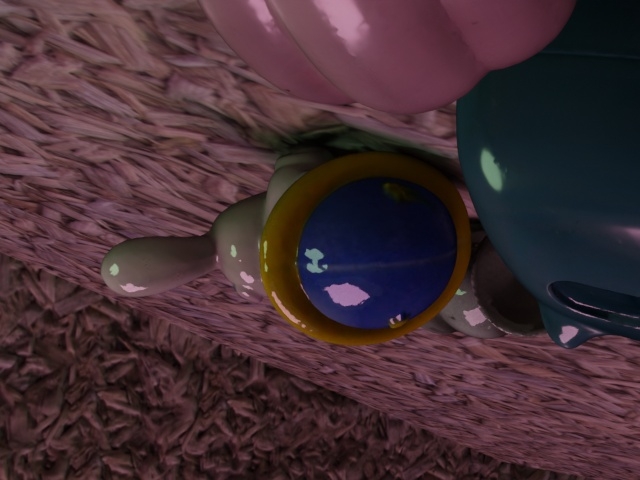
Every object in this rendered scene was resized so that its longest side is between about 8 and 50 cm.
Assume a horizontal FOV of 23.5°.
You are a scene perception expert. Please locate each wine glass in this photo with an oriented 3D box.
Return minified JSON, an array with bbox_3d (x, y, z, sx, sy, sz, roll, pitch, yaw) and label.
[{"bbox_3d":[0.148,0.042,1.431,0.103,0.103,0.231,20,170,-13],"label":"wine glass"}]

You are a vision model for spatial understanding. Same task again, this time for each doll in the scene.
[{"bbox_3d":[-0.023,-0.008,1.296,0.311,0.159,0.242,-8,-155,-21],"label":"doll"}]

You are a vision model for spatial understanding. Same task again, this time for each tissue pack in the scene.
[{"bbox_3d":[0.211,-0.041,0.722,0.287,0.206,0.198,10,165,25],"label":"tissue pack"}]

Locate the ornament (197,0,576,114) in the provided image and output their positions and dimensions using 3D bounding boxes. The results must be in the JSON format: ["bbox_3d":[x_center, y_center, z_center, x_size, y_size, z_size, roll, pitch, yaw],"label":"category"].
[{"bbox_3d":[0.023,-0.143,0.606,0.177,0.177,0.177,17,168,4],"label":"ornament"}]
